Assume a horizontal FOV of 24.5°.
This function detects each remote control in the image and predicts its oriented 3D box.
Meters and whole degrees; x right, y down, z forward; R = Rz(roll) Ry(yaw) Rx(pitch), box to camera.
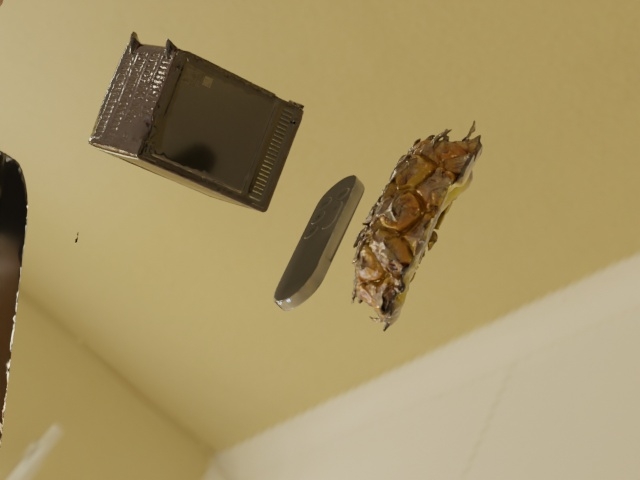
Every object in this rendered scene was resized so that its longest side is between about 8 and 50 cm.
[{"bbox_3d":[0.000,0.000,1.886,0.077,0.022,0.245,-30,-157,39],"label":"remote control"}]

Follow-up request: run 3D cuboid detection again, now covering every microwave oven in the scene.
[{"bbox_3d":[-0.182,-0.169,2.133,0.188,0.247,0.178,21,-92,56],"label":"microwave oven"}]

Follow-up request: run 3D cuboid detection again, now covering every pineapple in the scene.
[{"bbox_3d":[0.086,-0.019,1.453,0.225,0.076,0.225,-60,174,-10],"label":"pineapple"}]

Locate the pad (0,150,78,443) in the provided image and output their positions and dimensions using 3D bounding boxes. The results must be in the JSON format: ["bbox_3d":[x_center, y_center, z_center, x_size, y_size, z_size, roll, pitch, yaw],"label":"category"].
[{"bbox_3d":[-0.273,0.097,1.165,0.315,0.063,0.376,27,-69,55],"label":"pad"}]

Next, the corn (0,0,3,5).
[{"bbox_3d":[-0.331,-0.325,1.506,0.335,0.126,0.127,-44,-165,18],"label":"corn"}]
